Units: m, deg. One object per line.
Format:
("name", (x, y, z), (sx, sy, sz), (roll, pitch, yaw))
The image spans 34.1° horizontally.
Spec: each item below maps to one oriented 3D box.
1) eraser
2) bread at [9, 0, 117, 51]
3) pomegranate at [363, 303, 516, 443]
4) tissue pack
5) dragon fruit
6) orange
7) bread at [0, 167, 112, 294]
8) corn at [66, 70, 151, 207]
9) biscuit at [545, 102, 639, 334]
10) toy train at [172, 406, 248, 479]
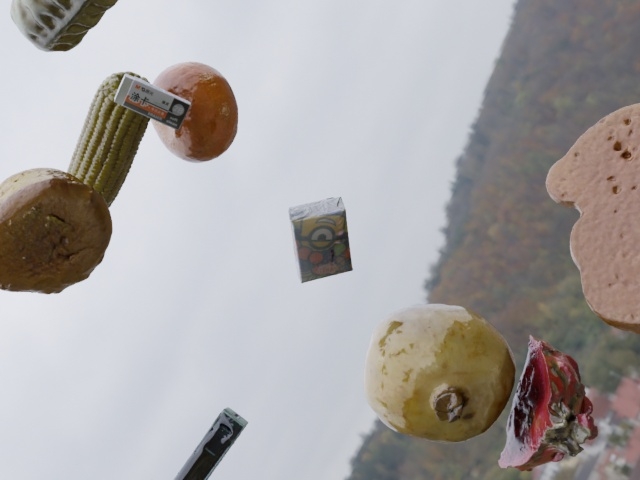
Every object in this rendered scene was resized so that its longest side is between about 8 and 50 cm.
("eraser", (-0.286, -0.236, 1.777), (0.052, 0.122, 0.029), (-63, 17, 15))
("bread", (-0.462, -0.433, 1.875), (0.268, 0.152, 0.129), (-29, 43, 49))
("pomegranate", (0.224, 0.250, 1.984), (0.307, 0.307, 0.307), (-58, -14, -23))
("tissue pack", (0.000, 0.000, 1.998), (0.060, 0.109, 0.148), (-114, 15, -56))
("dragon fruit", (0.440, 0.333, 1.928), (0.211, 0.134, 0.262), (-113, 36, -78))
("orange", (-0.265, -0.277, 2.235), (0.170, 0.224, 0.224), (-32, -28, -30))
("bread", (-0.526, -0.016, 2.000), (0.268, 0.145, 0.268), (-14, -53, -20))
("corn", (-0.443, -0.186, 2.160), (0.344, 0.131, 0.131), (-62, -10, 31))
("biscuit", (0.587, -0.034, 1.756), (0.078, 0.350, 0.455), (31, -139, -51))
("toy train", (-0.186, 0.346, 1.566), (0.207, 0.043, 0.047), (-54, -6, 3))
